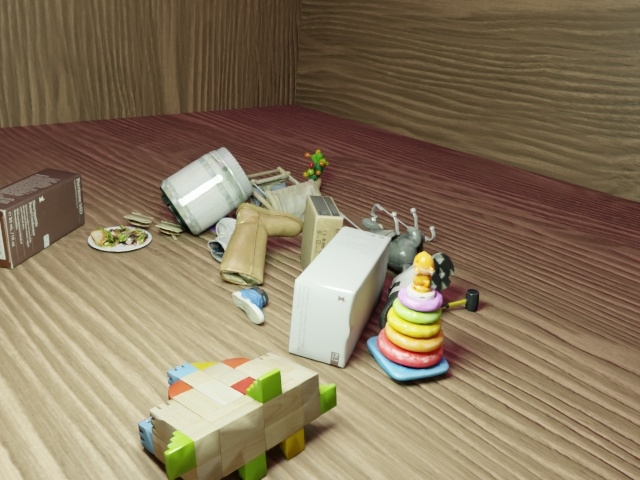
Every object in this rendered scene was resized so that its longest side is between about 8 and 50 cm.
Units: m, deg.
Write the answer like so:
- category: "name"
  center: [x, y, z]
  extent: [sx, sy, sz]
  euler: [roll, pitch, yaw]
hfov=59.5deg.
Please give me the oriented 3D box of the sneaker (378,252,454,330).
- category: "sneaker"
  center: [0.245, 0.164, 1.582]
  extent: [0.146, 0.123, 0.330]
  euler: [-18, 16, 49]

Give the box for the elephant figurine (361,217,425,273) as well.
- category: "elephant figurine"
  center: [0.211, 0.019, 1.852]
  extent: [0.239, 0.170, 0.186]
  euler: [15, -1, 19]

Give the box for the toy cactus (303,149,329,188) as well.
- category: "toy cactus"
  center: [-0.026, -0.298, 2.468]
  extent: [0.112, 0.181, 0.219]
  euler: [7, 23, 3]

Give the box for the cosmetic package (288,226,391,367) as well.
- category: "cosmetic package"
  center: [0.061, 0.132, 1.472]
  extent: [0.156, 0.217, 0.385]
  euler: [14, 23, 17]

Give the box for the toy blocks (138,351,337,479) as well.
- category: "toy blocks"
  center: [-0.193, 0.315, 1.084]
  extent: [0.260, 0.191, 0.381]
  euler: [12, 21, 42]

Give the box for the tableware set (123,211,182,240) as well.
- category: "tableware set"
  center: [-0.573, -0.047, 1.925]
  extent: [0.194, 0.039, 0.128]
  euler: [16, 7, -8]

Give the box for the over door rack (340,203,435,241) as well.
- category: "over door rack"
  center: [0.238, -0.071, 2.106]
  extent: [0.239, 0.108, 0.324]
  euler: [-13, 30, -38]

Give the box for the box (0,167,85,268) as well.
- category: "box"
  center: [-0.910, -0.080, 1.758]
  extent: [0.143, 0.191, 0.381]
  euler: [9, 25, 6]

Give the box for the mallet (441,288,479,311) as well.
- category: "mallet"
  center: [0.378, 0.196, 1.629]
  extent: [0.189, 0.062, 0.039]
  euler: [-17, 28, -14]

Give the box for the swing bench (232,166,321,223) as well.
- category: "swing bench"
  center: [-0.159, -0.158, 2.142]
  extent: [0.254, 0.165, 0.253]
  euler: [23, 28, 33]

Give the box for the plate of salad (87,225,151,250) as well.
- category: "plate of salad"
  center: [-0.660, -0.016, 1.845]
  extent: [0.199, 0.048, 0.200]
  euler: [5, 23, -2]

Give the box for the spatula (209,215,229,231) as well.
- category: "spatula"
  center: [-0.393, -0.105, 2.130]
  extent: [0.084, 0.030, 0.296]
  euler: [-3, 25, -14]

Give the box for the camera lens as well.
- category: "camera lens"
  center: [-0.399, -0.170, 1.947]
  extent: [0.274, 0.219, 0.219]
  euler: [-35, 36, -11]

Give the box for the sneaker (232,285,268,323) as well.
- category: "sneaker"
  center: [-0.171, 0.170, 1.521]
  extent: [0.084, 0.058, 0.152]
  euler: [-20, 27, -29]

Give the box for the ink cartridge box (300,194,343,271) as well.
- category: "ink cartridge box"
  center: [0.000, 0.000, 1.730]
  extent: [0.088, 0.235, 0.193]
  euler: [2, 25, -11]

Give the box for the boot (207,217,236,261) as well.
- category: "boot"
  center: [-0.314, -0.003, 1.832]
  extent: [0.123, 0.095, 0.258]
  euler: [-3, 25, -36]

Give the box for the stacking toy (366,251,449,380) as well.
- category: "stacking toy"
  center: [0.227, 0.163, 1.324]
  extent: [0.165, 0.302, 0.175]
  euler: [-5, 25, -23]

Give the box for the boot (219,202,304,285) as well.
- category: "boot"
  center: [-0.176, 0.025, 1.731]
  extent: [0.236, 0.089, 0.270]
  euler: [13, 49, -10]
